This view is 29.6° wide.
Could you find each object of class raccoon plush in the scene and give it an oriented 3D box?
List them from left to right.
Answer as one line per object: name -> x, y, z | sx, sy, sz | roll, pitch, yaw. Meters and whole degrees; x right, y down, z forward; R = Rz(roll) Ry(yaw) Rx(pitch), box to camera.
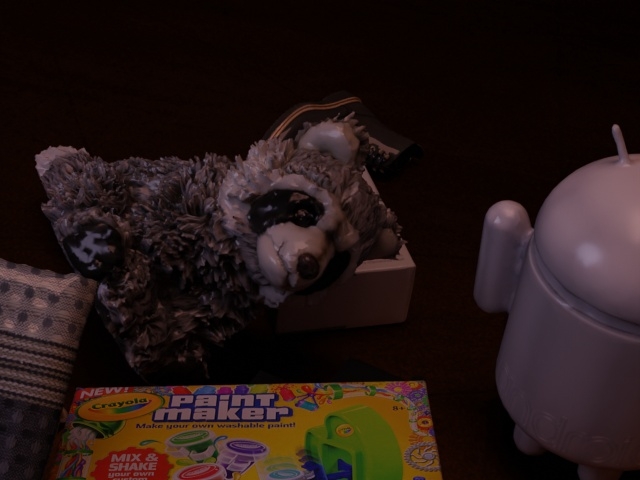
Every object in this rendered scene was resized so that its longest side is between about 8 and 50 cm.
raccoon plush -> -0.122, -0.063, 1.234 | 0.299, 0.216, 0.446 | -30, 47, -7

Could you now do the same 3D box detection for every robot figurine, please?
robot figurine -> 0.278, 0.068, 1.109 | 0.300, 0.353, 0.200 | 24, 41, 20

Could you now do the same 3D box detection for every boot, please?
boot -> 0.028, -0.117, 1.525 | 0.137, 0.077, 0.198 | 35, 47, 23

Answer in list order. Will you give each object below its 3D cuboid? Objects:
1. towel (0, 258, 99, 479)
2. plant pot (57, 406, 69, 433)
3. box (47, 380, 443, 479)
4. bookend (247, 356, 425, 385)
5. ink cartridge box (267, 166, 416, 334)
towel -> -0.345, 0.130, 0.800 | 0.324, 0.056, 0.312 | 15, 75, -5
plant pot -> -0.369, 0.174, 0.953 | 0.237, 0.237, 0.254 | 33, 84, 28
box -> -0.054, 0.252, 0.900 | 0.290, 0.177, 0.279 | -1, 25, -1
bookend -> -0.005, 0.173, 1.156 | 0.157, 0.072, 0.156 | 21, 39, 17
ink cartridge box -> 0.000, 0.000, 1.358 | 0.153, 0.087, 0.208 | -6, 41, -16
